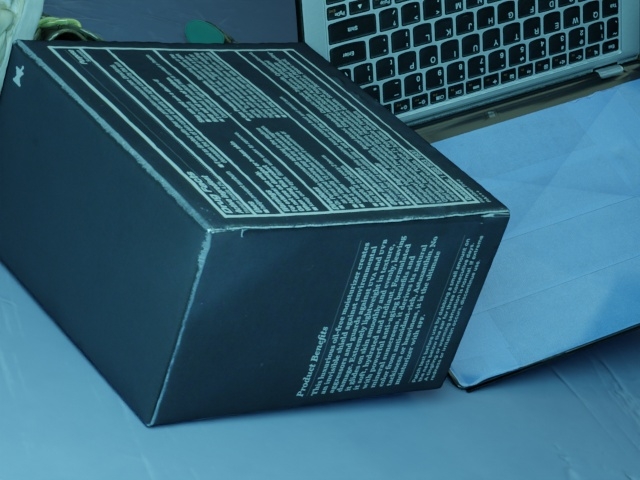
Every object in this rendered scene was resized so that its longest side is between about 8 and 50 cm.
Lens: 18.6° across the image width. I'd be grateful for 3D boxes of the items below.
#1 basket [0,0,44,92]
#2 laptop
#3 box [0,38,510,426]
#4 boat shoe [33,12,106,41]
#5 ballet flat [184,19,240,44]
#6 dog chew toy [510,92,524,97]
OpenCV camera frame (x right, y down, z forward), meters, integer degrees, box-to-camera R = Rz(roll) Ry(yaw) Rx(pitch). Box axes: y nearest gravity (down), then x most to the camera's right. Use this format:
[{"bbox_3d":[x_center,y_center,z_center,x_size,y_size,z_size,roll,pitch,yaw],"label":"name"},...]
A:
[{"bbox_3d":[-0.425,-0.295,1.680,0.331,0.328,0.266,30,25,20],"label":"basket"},{"bbox_3d":[0.203,-0.143,1.728,0.382,0.408,0.236,-18,28,-28],"label":"laptop"},{"bbox_3d":[-0.071,-0.018,1.538,0.294,0.183,0.296,-3,33,-39],"label":"box"},{"bbox_3d":[-0.233,-0.156,1.822,0.109,0.091,0.305,-16,37,-25],"label":"boat shoe"},{"bbox_3d":[-0.104,-0.207,2.170,0.114,0.041,0.041,34,25,28],"label":"ballet flat"},{"bbox_3d":[0.182,-0.084,1.939,0.206,0.207,0.332,34,33,29],"label":"dog chew toy"}]
